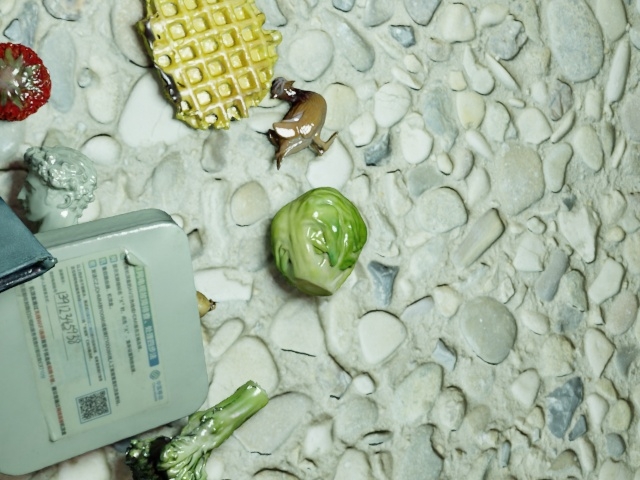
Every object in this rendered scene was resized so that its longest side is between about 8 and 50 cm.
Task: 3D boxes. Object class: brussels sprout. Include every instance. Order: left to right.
[{"bbox_3d":[0.000,0.000,1.562,0.223,0.161,0.223,-12,107,-45],"label":"brussels sprout"}]

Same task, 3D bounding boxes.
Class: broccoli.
[{"bbox_3d":[-0.217,0.369,1.459,0.304,0.145,0.164,-36,111,-35],"label":"broccoli"}]

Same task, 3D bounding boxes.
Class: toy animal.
[{"bbox_3d":[-0.059,-0.237,1.586,0.179,0.089,0.188,42,70,-4],"label":"toy animal"}]

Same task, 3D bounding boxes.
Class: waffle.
[{"bbox_3d":[-0.225,-0.382,1.521,0.312,0.060,0.307,37,71,-20],"label":"waffle"}]

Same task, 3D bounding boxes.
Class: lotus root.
[{"bbox_3d":[-0.270,0.118,1.464,0.152,0.072,0.063,12,75,-25],"label":"lotus root"}]

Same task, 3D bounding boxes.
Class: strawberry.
[{"bbox_3d":[-0.538,-0.276,1.348,0.145,0.086,0.145,2,86,-24],"label":"strawberry"}]

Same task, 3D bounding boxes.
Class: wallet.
[{"bbox_3d":[-0.576,-0.026,1.193,0.191,0.379,0.046,-29,139,-28],"label":"wallet"}]

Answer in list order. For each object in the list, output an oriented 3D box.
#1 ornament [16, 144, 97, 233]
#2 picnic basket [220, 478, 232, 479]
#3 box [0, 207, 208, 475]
[{"bbox_3d":[-0.461,-0.025,1.353,0.130,0.120,0.285,6,86,-43],"label":"ornament"},{"bbox_3d":[-0.174,0.496,1.485,0.072,0.083,0.072,1,87,-27],"label":"picnic basket"},{"bbox_3d":[-0.398,0.169,1.320,0.397,0.111,0.395,-15,116,-25],"label":"box"}]
